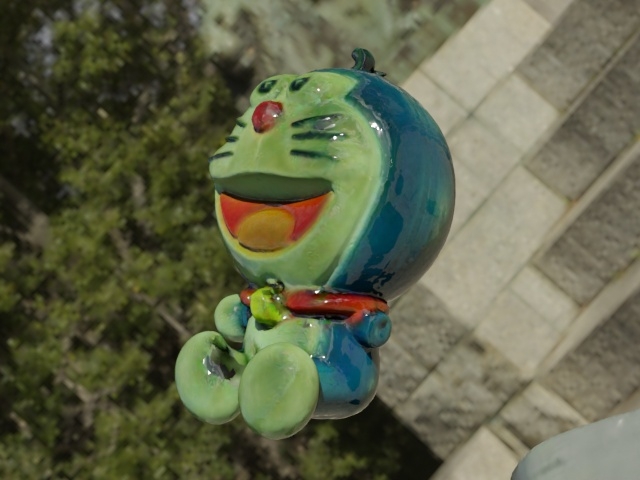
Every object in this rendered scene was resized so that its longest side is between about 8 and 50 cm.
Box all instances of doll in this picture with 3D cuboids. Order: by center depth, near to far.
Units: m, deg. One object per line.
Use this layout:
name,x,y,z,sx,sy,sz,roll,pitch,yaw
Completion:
doll,0.001,0.000,1.094,0.186,0.198,0.322,18,-95,-44

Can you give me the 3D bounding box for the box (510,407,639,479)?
box,0.346,0.176,0.722,0.396,0.396,0.111,-22,48,23
